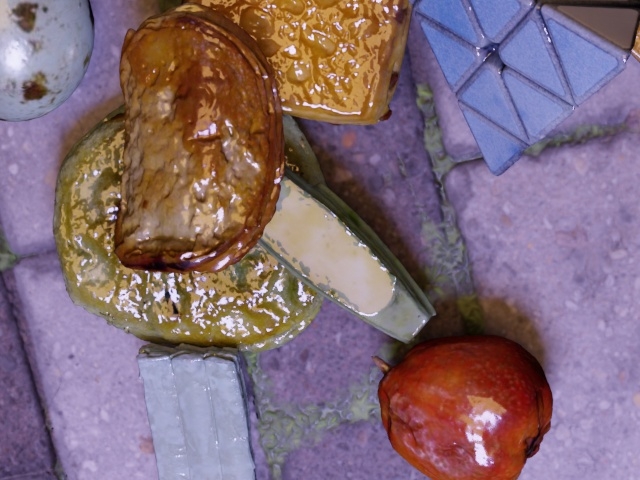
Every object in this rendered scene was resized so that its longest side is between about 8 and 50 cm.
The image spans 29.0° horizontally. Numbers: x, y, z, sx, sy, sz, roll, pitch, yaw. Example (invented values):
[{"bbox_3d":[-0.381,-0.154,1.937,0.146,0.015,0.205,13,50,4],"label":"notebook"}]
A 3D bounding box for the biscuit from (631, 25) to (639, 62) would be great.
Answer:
[{"bbox_3d":[0.420,-0.217,1.264,0.238,0.041,0.212,0,105,6],"label":"biscuit"}]

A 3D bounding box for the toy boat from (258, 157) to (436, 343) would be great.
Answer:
[{"bbox_3d":[0.000,0.000,1.280,0.293,0.055,0.093,41,95,-3],"label":"toy boat"}]

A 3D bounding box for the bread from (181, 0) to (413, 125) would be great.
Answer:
[{"bbox_3d":[-0.024,-0.236,1.282,0.235,0.099,0.210,11,102,-2],"label":"bread"}]

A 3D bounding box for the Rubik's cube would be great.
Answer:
[{"bbox_3d":[0.212,-0.216,1.206,0.228,0.233,0.229,-15,74,29],"label":"Rubik's cube"}]

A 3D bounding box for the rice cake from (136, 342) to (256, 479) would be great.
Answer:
[{"bbox_3d":[-0.134,0.214,1.372,0.124,0.038,0.211,1,114,4],"label":"rice cake"}]

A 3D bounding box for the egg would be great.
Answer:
[{"bbox_3d":[-0.318,-0.235,1.268,0.169,0.169,0.231,2,113,6],"label":"egg"}]

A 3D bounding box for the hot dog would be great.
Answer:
[{"bbox_3d":[-0.123,-0.096,1.212,0.175,0.114,0.259,3,89,33],"label":"hot dog"}]

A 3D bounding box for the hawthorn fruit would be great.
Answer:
[{"bbox_3d":[0.155,0.179,1.306,0.179,0.173,0.173,-4,100,33],"label":"hawthorn fruit"}]

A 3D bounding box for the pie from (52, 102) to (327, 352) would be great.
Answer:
[{"bbox_3d":[-0.134,-0.024,1.339,0.323,0.070,0.323,0,98,3],"label":"pie"}]
